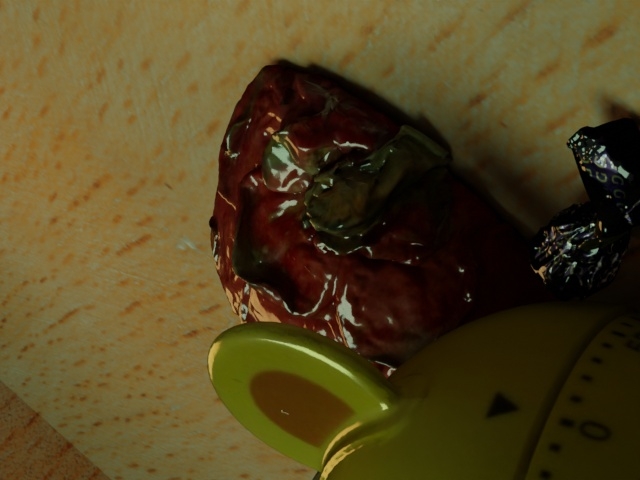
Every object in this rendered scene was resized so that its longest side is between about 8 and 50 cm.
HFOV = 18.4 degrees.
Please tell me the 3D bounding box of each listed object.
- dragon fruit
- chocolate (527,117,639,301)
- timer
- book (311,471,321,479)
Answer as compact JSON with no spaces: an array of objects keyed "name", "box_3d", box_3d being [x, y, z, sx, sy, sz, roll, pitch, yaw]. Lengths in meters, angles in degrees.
[{"name":"dragon fruit","box_3d":[0.000,0.000,1.396,0.317,0.152,0.205,27,155,35]},{"name":"chocolate","box_3d":[0.169,-0.015,1.177,0.072,0.070,0.147,12,159,0]},{"name":"timer","box_3d":[0.122,0.204,1.272,0.387,0.376,0.376,11,149,23]},{"name":"book","box_3d":[0.053,0.201,1.660,0.016,0.199,0.138,10,144,42]}]
